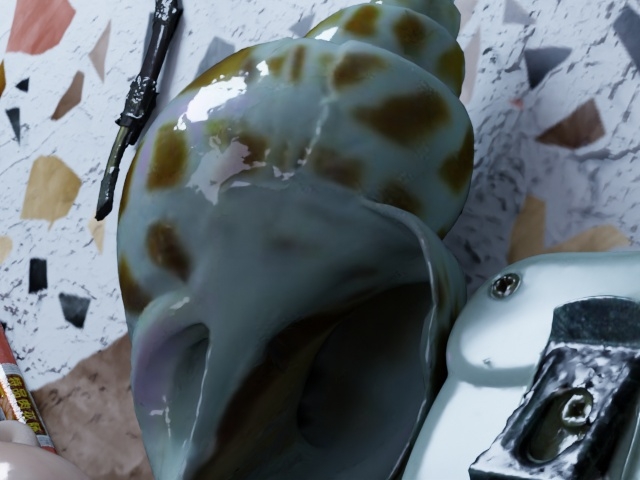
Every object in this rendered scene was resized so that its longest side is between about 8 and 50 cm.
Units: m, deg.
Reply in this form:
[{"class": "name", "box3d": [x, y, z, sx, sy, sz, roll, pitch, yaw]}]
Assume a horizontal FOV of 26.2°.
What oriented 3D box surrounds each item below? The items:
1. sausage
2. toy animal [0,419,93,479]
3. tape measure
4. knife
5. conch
[{"class": "sausage", "box3d": [-0.248, 0.139, 1.127, 0.034, 0.034, 0.253, -50, 50, 18]}, {"class": "toy animal", "box3d": [-0.243, 0.283, 0.935, 0.237, 0.269, 0.326, 36, 145, 24]}, {"class": "tape measure", "box3d": [0.161, 0.099, 0.663, 0.243, 0.125, 0.246, -5, 47, 44]}, {"class": "knife", "box3d": [-0.146, -0.120, 1.129, 0.045, 0.021, 0.222, -1, 71, 42]}, {"class": "conch", "box3d": [0.000, 0.001, 0.833, 0.249, 0.197, 0.368, 23, 98, 29]}]
